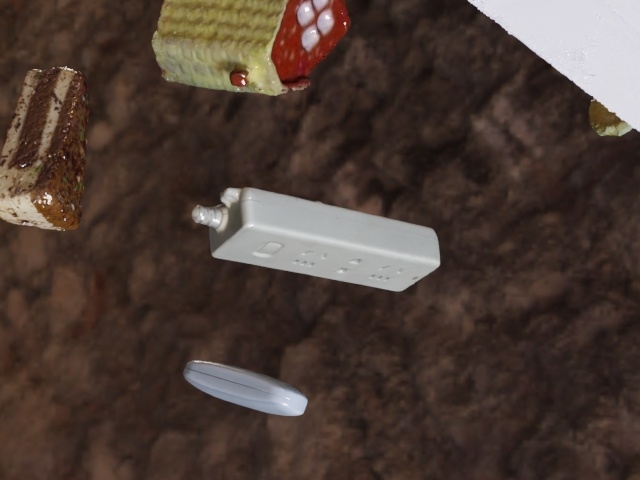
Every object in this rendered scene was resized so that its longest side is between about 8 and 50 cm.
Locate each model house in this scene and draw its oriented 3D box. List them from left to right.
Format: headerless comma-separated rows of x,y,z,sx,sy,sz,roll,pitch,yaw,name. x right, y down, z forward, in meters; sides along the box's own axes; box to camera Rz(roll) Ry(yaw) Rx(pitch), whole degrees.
-0.102,-0.292,1.614,0.254,0.195,0.160,-56,146,-42,model house

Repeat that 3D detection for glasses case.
-0.097,0.187,1.510,0.178,0.067,0.045,11,-104,34,glasses case

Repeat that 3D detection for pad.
0.209,-0.206,0.945,0.156,0.232,0.004,-55,-176,-19,pad

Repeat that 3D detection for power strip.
0.000,0.000,1.433,0.098,0.338,0.058,-36,-130,49,power strip

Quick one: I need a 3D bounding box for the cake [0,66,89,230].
-0.408,-0.141,1.719,0.135,0.112,0.246,15,79,-81,cake

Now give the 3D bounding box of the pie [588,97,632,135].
0.340,-0.156,1.342,0.084,0.020,0.084,-30,-136,33,pie
